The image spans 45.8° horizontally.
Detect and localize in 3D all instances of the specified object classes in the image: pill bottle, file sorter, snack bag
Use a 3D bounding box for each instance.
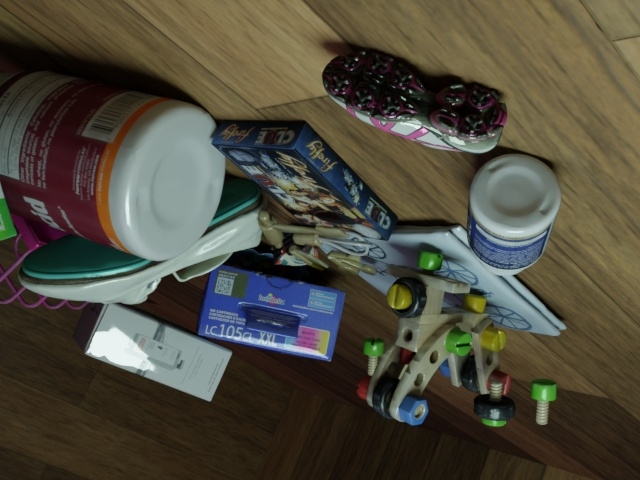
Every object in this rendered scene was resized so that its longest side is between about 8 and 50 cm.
[{"bbox_3d":[-0.357,-0.125,1.106,0.392,0.224,0.224,17,162,25],"label":"pill bottle"},{"bbox_3d":[-0.530,0.008,1.411,0.202,0.182,0.291,53,-169,19],"label":"file sorter"},{"bbox_3d":[0.213,-0.019,0.856,0.094,0.094,0.169,20,162,16],"label":"pill bottle"},{"bbox_3d":[0.181,0.060,1.246,0.323,0.037,0.343,36,159,-32],"label":"snack bag"}]

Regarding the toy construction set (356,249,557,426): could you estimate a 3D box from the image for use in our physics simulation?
[{"bbox_3d":[0.170,0.123,1.153,0.258,0.237,0.309,-1,-172,-16],"label":"toy construction set"}]

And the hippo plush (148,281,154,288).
[{"bbox_3d":[-0.323,-0.067,1.377,0.237,0.234,0.294,40,-152,9],"label":"hippo plush"}]

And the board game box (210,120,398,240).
[{"bbox_3d":[-0.019,-0.083,1.077,0.165,0.042,0.243,9,158,43],"label":"board game box"}]

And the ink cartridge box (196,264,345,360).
[{"bbox_3d":[-0.113,0.149,1.560,0.270,0.151,0.395,12,171,-8],"label":"ink cartridge box"}]

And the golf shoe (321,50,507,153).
[{"bbox_3d":[0.088,-0.127,0.753,0.186,0.067,0.086,22,165,9],"label":"golf shoe"}]

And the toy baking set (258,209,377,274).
[{"bbox_3d":[-0.006,-0.001,1.194,0.197,0.030,0.256,15,165,15],"label":"toy baking set"}]

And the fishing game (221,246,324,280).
[{"bbox_3d":[-0.118,0.060,1.596,0.264,0.041,0.189,-6,155,46],"label":"fishing game"}]

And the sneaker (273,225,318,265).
[{"bbox_3d":[-0.031,0.012,1.391,0.075,0.057,0.161,5,164,-22],"label":"sneaker"}]

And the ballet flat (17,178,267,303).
[{"bbox_3d":[-0.257,0.027,1.190,0.139,0.400,0.139,47,149,39],"label":"ballet flat"}]

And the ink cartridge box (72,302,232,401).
[{"bbox_3d":[-0.357,0.217,1.587,0.283,0.117,0.207,27,171,-23],"label":"ink cartridge box"}]

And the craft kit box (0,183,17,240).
[{"bbox_3d":[-0.545,-0.111,1.068,0.250,0.061,0.246,-3,108,42],"label":"craft kit box"}]
